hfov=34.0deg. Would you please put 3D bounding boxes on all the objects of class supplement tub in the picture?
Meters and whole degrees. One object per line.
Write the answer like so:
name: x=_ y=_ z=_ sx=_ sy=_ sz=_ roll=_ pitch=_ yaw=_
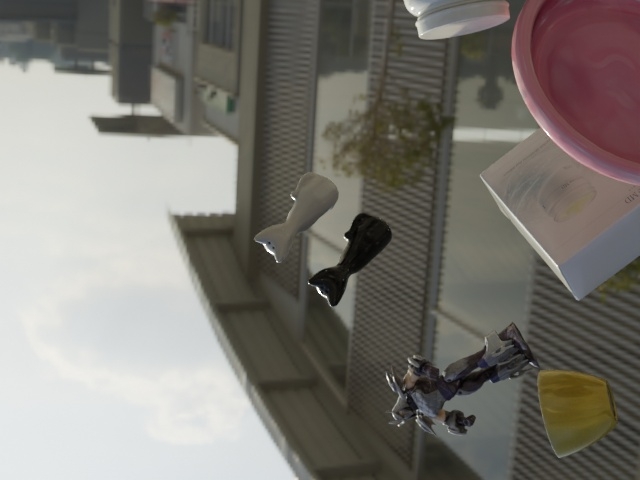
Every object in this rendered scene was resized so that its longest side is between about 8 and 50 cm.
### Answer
supplement tub: x=0.171 y=-0.377 z=1.377 sx=0.144 sy=0.200 sz=0.144 roll=-11 pitch=-179 yaw=0

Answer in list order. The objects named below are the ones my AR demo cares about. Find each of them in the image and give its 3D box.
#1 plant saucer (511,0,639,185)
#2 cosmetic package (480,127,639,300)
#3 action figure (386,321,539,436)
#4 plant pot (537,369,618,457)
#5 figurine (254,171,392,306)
plant saucer: x=0.399 y=-0.209 z=1.351 sx=0.332 sy=0.332 sz=0.084 roll=1 pitch=156 yaw=-10
cosmetic package: x=0.414 y=-0.072 z=1.641 sx=0.225 sy=0.224 sz=0.138 roll=56 pitch=-174 yaw=36
action figure: x=0.240 y=0.250 z=1.857 sx=0.285 sy=0.185 sz=0.099 roll=-32 pitch=-145 yaw=9
plant pot: x=0.392 y=0.252 z=1.578 sx=0.095 sy=0.134 sz=0.134 roll=-16 pitch=-174 yaw=20
figurine: x=0.000 y=0.000 z=2.009 sx=0.215 sy=0.092 sz=0.209 roll=38 pitch=-127 yaw=3
